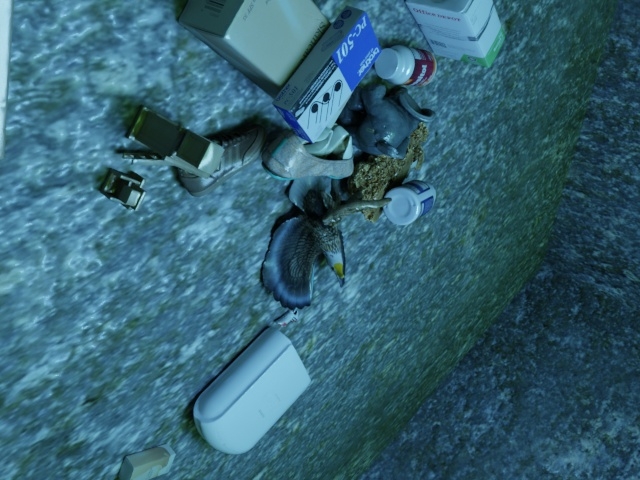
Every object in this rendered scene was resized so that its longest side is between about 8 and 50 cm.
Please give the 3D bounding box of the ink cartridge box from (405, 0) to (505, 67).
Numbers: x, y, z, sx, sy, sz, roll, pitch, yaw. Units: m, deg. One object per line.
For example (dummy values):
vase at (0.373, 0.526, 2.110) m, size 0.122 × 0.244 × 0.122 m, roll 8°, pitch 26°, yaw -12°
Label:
ink cartridge box at (0.314, -0.508, 1.165) m, size 0.219 × 0.160 × 0.092 m, roll 26°, pitch 93°, yaw -57°

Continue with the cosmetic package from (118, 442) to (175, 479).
cosmetic package at (-0.402, 0.521, 1.176) m, size 0.115 × 0.041 × 0.060 m, roll 3°, pitch 114°, yaw -53°

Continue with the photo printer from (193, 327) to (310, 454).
photo printer at (-0.177, 0.404, 1.313) m, size 0.307 × 0.107 × 0.256 m, roll -43°, pitch 144°, yaw -21°

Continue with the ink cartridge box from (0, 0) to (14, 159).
ink cartridge box at (-0.452, -0.185, 0.506) m, size 0.235 × 0.088 × 0.193 m, roll -9°, pitch 124°, yaw -48°

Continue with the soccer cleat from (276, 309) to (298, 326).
soccer cleat at (-0.088, 0.204, 1.341) m, size 0.083 × 0.029 × 0.035 m, roll -6°, pitch 112°, yaw -54°

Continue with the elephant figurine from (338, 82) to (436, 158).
elephant figurine at (0.172, -0.274, 1.140) m, size 0.240 × 0.169 × 0.185 m, roll -9°, pitch 96°, yaw -38°

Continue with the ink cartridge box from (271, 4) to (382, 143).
ink cartridge box at (0.014, -0.275, 0.847) m, size 0.207 × 0.046 × 0.097 m, roll -54°, pitch 148°, yaw -6°

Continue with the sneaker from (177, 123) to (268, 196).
sneaker at (-0.172, -0.158, 0.906) m, size 0.188 × 0.066 × 0.071 m, roll -47°, pitch 143°, yaw -18°

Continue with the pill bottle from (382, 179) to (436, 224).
pill bottle at (0.229, -0.100, 1.262) m, size 0.169 × 0.094 × 0.094 m, roll -26°, pitch 136°, yaw -56°

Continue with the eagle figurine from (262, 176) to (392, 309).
eagle figurine at (0.001, 0.009, 1.177) m, size 0.298 × 0.227 × 0.225 m, roll 120°, pitch -15°, yaw -51°

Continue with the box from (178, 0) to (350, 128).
box at (-0.065, -0.329, 0.857) m, size 0.311 × 0.121 × 0.147 m, roll 22°, pitch 98°, yaw -56°

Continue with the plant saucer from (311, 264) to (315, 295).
plant saucer at (-0.041, 0.090, 1.318) m, size 0.067 × 0.018 × 0.191 m, roll -27°, pitch 137°, yaw -38°

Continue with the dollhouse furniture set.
dollhouse furniture set at (-0.225, -0.093, 0.785) m, size 0.101 × 0.182 × 0.160 m, roll 21°, pitch 99°, yaw -56°

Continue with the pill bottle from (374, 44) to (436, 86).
pill bottle at (0.194, -0.401, 1.164) m, size 0.152 × 0.086 × 0.086 m, roll -14°, pitch 127°, yaw -46°

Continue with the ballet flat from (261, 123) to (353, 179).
ballet flat at (0.006, -0.183, 1.031) m, size 0.106 × 0.108 × 0.316 m, roll -56°, pitch 165°, yaw 26°

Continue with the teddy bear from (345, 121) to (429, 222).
teddy bear at (0.172, -0.195, 1.305) m, size 0.338 × 0.113 × 0.245 m, roll -56°, pitch 154°, yaw -17°
